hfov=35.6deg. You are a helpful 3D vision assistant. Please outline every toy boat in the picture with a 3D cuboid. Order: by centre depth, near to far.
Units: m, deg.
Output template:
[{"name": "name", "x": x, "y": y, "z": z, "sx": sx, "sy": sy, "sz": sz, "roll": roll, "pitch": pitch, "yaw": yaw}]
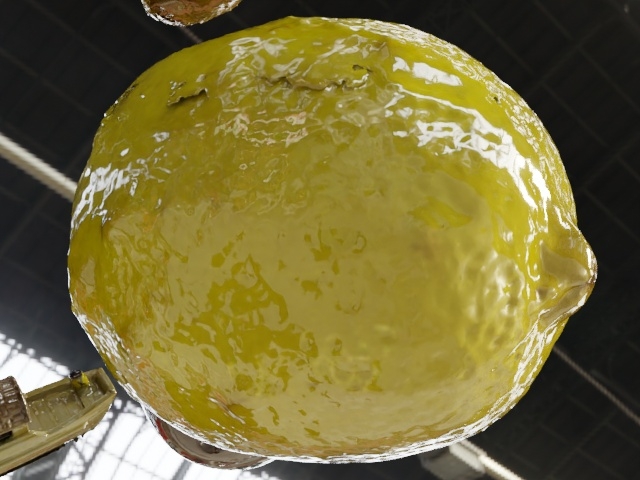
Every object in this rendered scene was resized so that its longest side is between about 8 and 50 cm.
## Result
[{"name": "toy boat", "x": -0.290, "y": 0.166, "z": 0.877, "sx": 0.226, "sy": 0.068, "sz": 0.088, "roll": -21, "pitch": -44, "yaw": -26}]

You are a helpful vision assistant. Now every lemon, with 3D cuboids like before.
[{"name": "lemon", "x": 0.002, "y": 0.000, "z": 0.553, "sx": 0.260, "sy": 0.260, "sz": 0.284, "roll": 37, "pitch": -31, "yaw": -31}]

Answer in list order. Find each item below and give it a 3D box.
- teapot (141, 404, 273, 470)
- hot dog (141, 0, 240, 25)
[{"name": "teapot", "x": -0.052, "y": 0.145, "z": 1.103, "sx": 0.315, "sy": 0.312, "sz": 0.233, "roll": 5, "pitch": -80, "yaw": 2}, {"name": "hot dog", "x": 0.010, "y": -0.205, "z": 0.564, "sx": 0.289, "sy": 0.068, "sz": 0.083, "roll": -28, "pitch": -35, "yaw": 22}]
